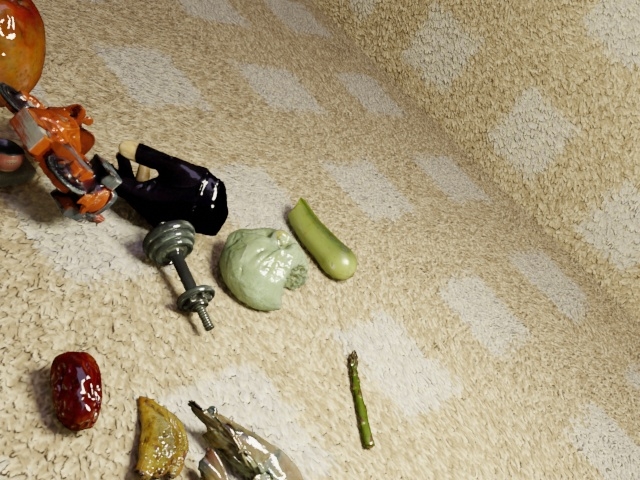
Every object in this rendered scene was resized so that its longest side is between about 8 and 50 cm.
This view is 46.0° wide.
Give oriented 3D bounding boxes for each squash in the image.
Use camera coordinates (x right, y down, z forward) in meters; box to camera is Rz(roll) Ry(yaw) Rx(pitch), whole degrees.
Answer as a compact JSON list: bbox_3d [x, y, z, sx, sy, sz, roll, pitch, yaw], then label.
[{"bbox_3d":[0.000,0.000,1.845,0.083,0.083,0.250,-5,47,-48],"label":"squash"}]

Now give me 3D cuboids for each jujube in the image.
[{"bbox_3d":[-0.375,0.231,1.165,0.077,0.077,0.129,9,46,-37],"label":"jujube"}]

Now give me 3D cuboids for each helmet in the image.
[{"bbox_3d":[-0.591,-0.154,1.412,0.065,0.049,0.084,-1,27,-34],"label":"helmet"}]

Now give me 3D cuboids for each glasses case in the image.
[{"bbox_3d":[-0.640,-0.125,1.413,0.071,0.047,0.205,51,33,8],"label":"glasses case"}]

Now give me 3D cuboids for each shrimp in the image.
[{"bbox_3d":[-0.136,0.373,1.227,0.254,0.059,0.145,36,40,-9],"label":"shrimp"}]

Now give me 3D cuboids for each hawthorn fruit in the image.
[{"bbox_3d":[-0.688,-0.432,1.542,0.277,0.298,0.277,36,31,-26],"label":"hawthorn fruit"}]

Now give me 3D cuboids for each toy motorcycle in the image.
[{"bbox_3d":[-0.501,-0.171,1.473,0.325,0.148,0.221,51,6,24],"label":"toy motorcycle"}]

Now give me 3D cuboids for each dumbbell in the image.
[{"bbox_3d":[-0.266,0.067,1.476,0.110,0.110,0.254,-1,53,-45],"label":"dumbbell"}]

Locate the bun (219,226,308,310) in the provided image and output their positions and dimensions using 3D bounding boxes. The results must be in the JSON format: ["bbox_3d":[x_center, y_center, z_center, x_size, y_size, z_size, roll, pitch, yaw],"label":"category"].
[{"bbox_3d":[-0.111,0.049,1.621,0.204,0.126,0.212,22,34,-19],"label":"bun"}]

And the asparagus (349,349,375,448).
[{"bbox_3d":[0.080,0.318,1.540,0.248,0.024,0.025,-100,170,-50],"label":"asparagus"}]

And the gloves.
[{"bbox_3d":[-0.337,-0.114,1.574,0.301,0.197,0.152,29,54,22],"label":"gloves"}]

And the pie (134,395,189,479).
[{"bbox_3d":[-0.254,0.320,1.202,0.092,0.034,0.170,21,28,-19],"label":"pie"}]
